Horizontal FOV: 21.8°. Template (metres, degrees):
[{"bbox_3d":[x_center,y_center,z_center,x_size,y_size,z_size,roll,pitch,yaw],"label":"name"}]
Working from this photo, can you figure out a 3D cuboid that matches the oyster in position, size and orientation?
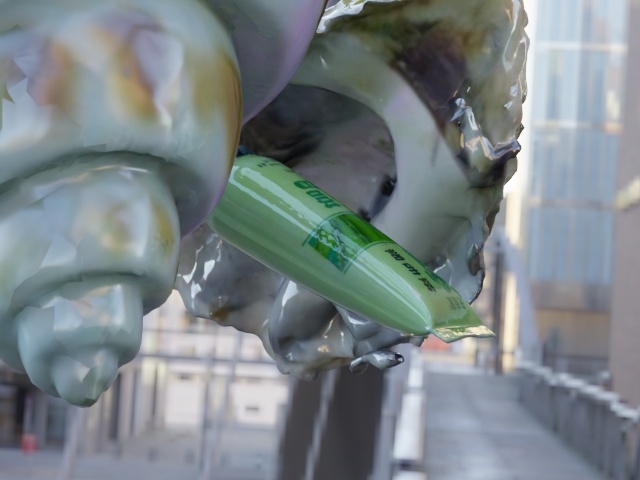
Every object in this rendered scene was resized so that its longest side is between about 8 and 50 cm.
[{"bbox_3d":[-0.013,-0.046,0.909,0.238,0.115,0.351,43,-44,-8],"label":"oyster"}]

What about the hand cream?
[{"bbox_3d":[0.000,0.000,0.786,0.175,0.046,0.095,30,6,17],"label":"hand cream"}]

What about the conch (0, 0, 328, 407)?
[{"bbox_3d":[-0.116,-0.117,0.553,0.249,0.197,0.368,14,23,-30],"label":"conch"}]
